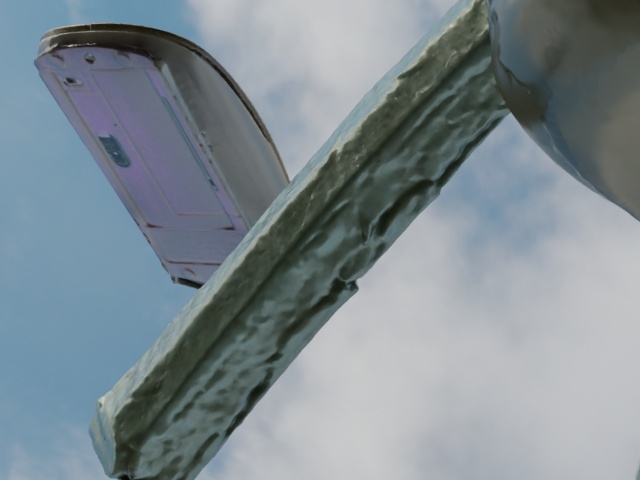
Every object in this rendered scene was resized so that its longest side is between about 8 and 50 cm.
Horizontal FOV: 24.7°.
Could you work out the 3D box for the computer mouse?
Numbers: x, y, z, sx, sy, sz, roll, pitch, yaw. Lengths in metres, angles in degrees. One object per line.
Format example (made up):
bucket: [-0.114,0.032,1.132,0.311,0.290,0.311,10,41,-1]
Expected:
computer mouse: [-0.094,-0.056,0.958,0.126,0.245,0.056,0,-130,28]

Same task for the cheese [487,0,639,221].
cheese: [0.151,-0.067,0.426,0.202,0.175,0.091,-19,-128,43]

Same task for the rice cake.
rice cake: [0.000,0.000,0.549,0.245,0.042,0.045,-49,-145,6]

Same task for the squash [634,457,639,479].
squash: [0.226,0.094,0.697,0.082,0.292,0.082,7,-115,-16]
